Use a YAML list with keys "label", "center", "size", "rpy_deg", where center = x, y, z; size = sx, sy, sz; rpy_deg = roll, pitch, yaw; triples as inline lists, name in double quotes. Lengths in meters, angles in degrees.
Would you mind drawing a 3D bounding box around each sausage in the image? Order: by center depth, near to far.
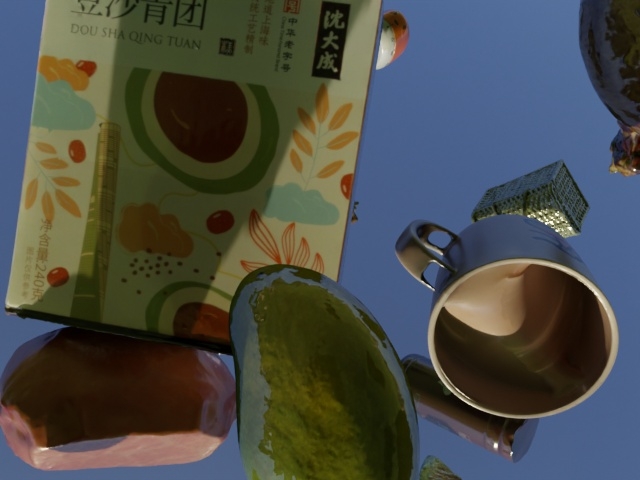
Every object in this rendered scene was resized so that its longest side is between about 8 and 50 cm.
- label: "sausage"
  center: [-0.226, 0.183, 0.716]
  size: [0.268, 0.153, 0.141]
  rpy_deg: [8, -131, -28]

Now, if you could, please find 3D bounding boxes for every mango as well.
- label: "mango"
  center: [-0.002, 0.103, 0.392]
  size: [0.086, 0.122, 0.191]
  rpy_deg: [-6, -102, -46]

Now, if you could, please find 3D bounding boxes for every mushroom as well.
- label: "mushroom"
  center: [0.490, -0.281, 0.798]
  size: [0.331, 0.356, 0.334]
  rpy_deg: [-35, -84, 14]

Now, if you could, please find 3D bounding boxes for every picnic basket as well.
- label: "picnic basket"
  center: [0.450, -0.059, 1.335]
  size: [0.134, 0.196, 0.154]
  rpy_deg: [58, -137, -10]

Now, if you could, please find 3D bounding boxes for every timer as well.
- label: "timer"
  center: [0.147, -0.443, 1.350]
  size: [0.136, 0.136, 0.099]
  rpy_deg: [-31, -96, -17]

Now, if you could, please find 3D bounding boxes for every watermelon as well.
- label: "watermelon"
  center: [0.182, 0.394, 0.877]
  size: [0.094, 0.081, 0.180]
  rpy_deg: [-31, -122, 2]

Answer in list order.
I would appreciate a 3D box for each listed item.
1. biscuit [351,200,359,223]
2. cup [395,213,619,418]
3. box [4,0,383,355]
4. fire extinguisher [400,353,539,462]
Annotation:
- label: "biscuit"
  center: [-0.041, -0.208, 1.144]
  size: [0.268, 0.115, 0.366]
  rpy_deg: [0, -86, -18]
- label: "cup"
  center: [0.202, 0.056, 0.736]
  size: [0.253, 0.200, 0.191]
  rpy_deg: [33, -67, -2]
- label: "box"
  center: [-0.131, -0.084, 0.674]
  size: [0.345, 0.122, 0.385]
  rpy_deg: [9, -88, 6]
- label: "fire extinguisher"
  center: [0.236, 0.303, 1.194]
  size: [0.337, 0.135, 0.114]
  rpy_deg: [18, -85, 37]
